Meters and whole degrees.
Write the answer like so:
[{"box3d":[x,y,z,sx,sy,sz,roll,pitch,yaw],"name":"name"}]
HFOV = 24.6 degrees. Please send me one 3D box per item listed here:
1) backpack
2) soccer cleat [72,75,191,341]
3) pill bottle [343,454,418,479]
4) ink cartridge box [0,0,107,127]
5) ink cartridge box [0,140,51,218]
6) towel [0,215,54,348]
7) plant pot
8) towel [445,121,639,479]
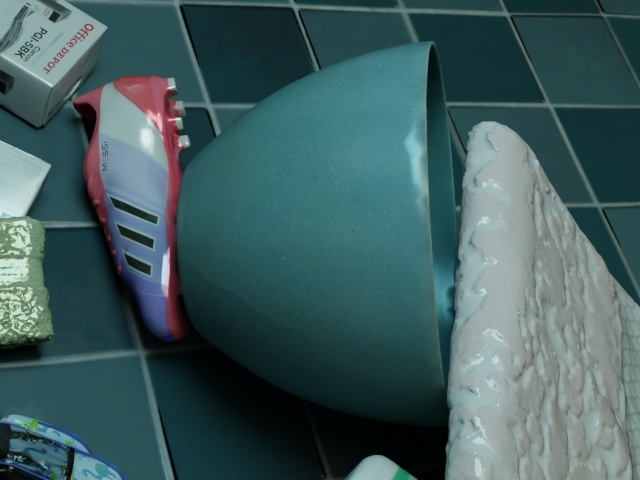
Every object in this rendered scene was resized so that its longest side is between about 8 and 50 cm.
[{"box3d":[-0.188,0.177,0.987,0.114,0.105,0.084,26,27,-17],"name":"backpack"},{"box3d":[-0.148,-0.026,1.188,0.095,0.083,0.248,-10,61,5],"name":"soccer cleat"},{"box3d":[0.113,0.324,0.950,0.361,0.204,0.204,38,48,5],"name":"pill bottle"},{"box3d":[-0.264,-0.173,1.246,0.135,0.056,0.099,31,47,0],"name":"ink cartridge box"},{"box3d":[-0.263,-0.022,1.148,0.063,0.029,0.115,25,60,-6],"name":"ink cartridge box"},{"box3d":[-0.274,0.033,1.085,0.148,0.027,0.110,-2,69,-20],"name":"towel"},{"box3d":[0.000,0.000,1.126,0.195,0.290,0.290,-3,51,9],"name":"plant pot"},{"box3d":[0.196,0.119,1.138,0.317,0.053,0.332,45,37,-36],"name":"towel"}]
